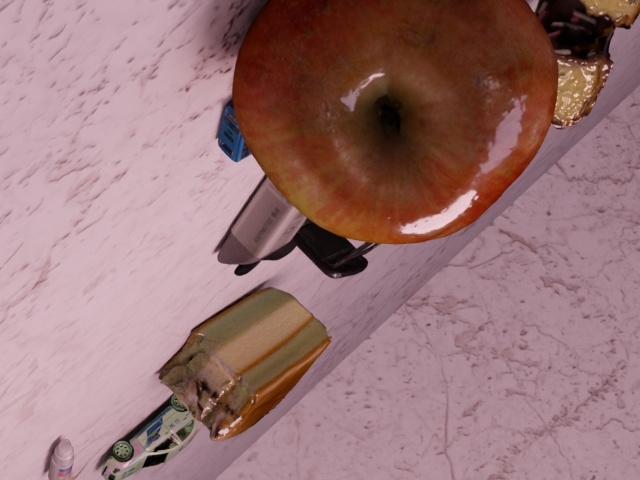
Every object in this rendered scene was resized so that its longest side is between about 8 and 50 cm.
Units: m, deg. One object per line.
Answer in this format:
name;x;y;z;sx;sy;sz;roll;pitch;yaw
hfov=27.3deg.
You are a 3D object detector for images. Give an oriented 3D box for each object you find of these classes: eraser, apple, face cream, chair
eraser;-0.024;-0.084;1.692;0.089;0.061;0.352;-32;162;-53
apple;0.069;-0.146;1.232;0.301;0.301;0.301;-44;169;-11
face cream;-0.377;0.322;1.922;0.034;0.034;0.130;-40;167;-30
chair;0.000;0.000;1.872;0.221;0.145;0.140;-49;168;24

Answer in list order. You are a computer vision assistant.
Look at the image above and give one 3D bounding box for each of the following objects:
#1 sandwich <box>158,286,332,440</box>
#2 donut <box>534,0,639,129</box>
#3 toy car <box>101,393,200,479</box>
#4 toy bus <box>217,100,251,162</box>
sandwich;-0.117;0.187;2.081;0.227;0.155;0.198;-47;169;4
donut;0.401;-0.360;1.953;0.345;0.136;0.259;113;-4;-55
toy car;-0.278;0.343;2.266;0.224;0.076;0.090;-40;169;-30
toy bus;-0.082;-0.121;1.391;0.046;0.038;0.083;-37;166;-24
